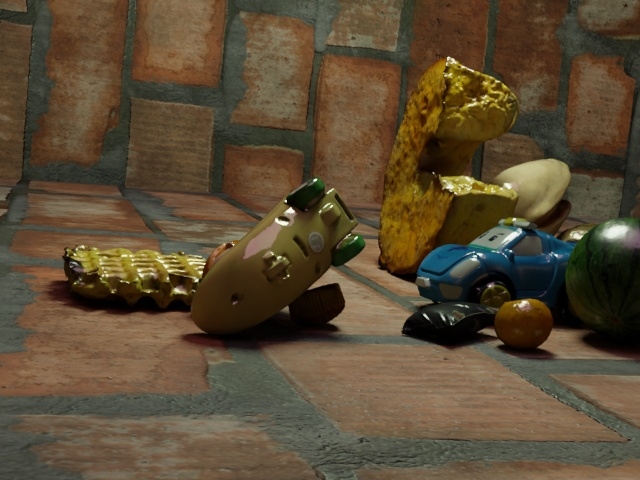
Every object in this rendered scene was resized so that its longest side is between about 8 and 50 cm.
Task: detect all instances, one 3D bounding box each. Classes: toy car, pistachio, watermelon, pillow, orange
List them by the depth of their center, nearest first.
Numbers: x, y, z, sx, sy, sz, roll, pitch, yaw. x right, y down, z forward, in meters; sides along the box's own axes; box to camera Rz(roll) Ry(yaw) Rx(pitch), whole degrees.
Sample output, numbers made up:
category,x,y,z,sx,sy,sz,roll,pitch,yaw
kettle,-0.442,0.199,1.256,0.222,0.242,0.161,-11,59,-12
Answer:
category,x,y,z,sx,sy,sz,roll,pitch,yaw
orange,0.284,0.117,1.406,0.083,0.070,0.083,-3,-3,0
pillow,0.193,0.113,1.456,0.090,0.048,0.150,14,13,40
watermelon,0.469,0.052,1.522,0.188,0.188,0.214,8,43,25
toy car,0.309,0.045,1.659,0.314,0.165,0.198,2,4,-18
pistachio,0.423,-0.068,2.134,0.188,0.187,0.299,10,29,38

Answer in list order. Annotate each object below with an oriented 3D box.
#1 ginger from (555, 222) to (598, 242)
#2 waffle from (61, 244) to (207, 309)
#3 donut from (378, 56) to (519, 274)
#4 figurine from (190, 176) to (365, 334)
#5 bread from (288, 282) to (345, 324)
category,x,y,z,sx,sy,sz,roll,pitch,yaw
ginger,0.575,0.024,2.179,0.219,0.123,0.270,-7,1,5
waffle,-0.281,0.052,1.579,0.312,0.060,0.307,11,7,40
donut,0.254,-0.120,2.025,0.164,0.434,0.377,13,-27,-17
figurine,-0.079,0.030,1.428,0.222,0.124,0.324,-25,13,45
bread,-0.005,0.095,1.446,0.085,0.053,0.085,-15,-1,0
